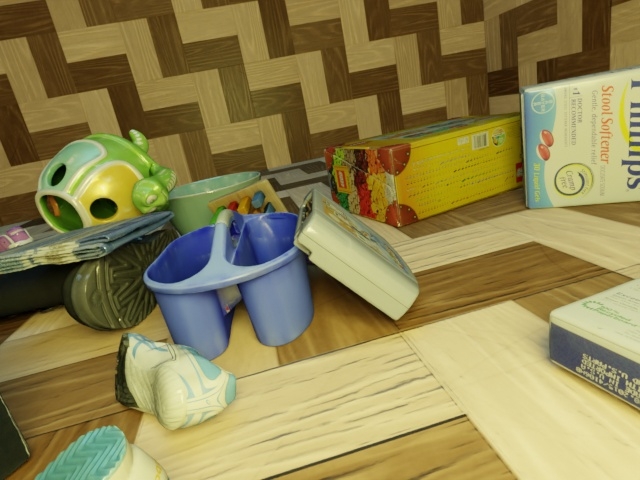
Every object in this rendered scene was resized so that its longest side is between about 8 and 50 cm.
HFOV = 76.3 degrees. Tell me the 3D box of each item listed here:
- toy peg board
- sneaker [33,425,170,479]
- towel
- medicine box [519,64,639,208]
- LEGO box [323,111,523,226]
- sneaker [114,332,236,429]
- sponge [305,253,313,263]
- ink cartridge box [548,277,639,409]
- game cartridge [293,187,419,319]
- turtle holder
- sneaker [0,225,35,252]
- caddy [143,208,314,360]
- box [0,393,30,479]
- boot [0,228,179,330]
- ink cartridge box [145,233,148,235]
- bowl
[{"bbox_3d":[-0.156,-0.031,0.923,0.160,0.161,0.079,-18,35,21],"label":"toy peg board"},{"bbox_3d":[-0.197,0.234,0.254,0.228,0.092,0.087,-39,28,-17],"label":"sneaker"},{"bbox_3d":[-0.428,0.005,0.713,0.284,0.034,0.209,-11,15,12],"label":"towel"},{"bbox_3d":[0.597,-0.223,0.884,0.289,0.264,0.149,-4,19,25],"label":"medicine box"},{"bbox_3d":[0.318,-0.225,1.183,0.499,0.193,0.372,-18,18,-19],"label":"LEGO box"},{"bbox_3d":[-0.188,0.163,0.494,0.086,0.085,0.237,9,-4,-43],"label":"sneaker"},{"bbox_3d":[0.000,0.000,0.948,0.117,0.031,0.210,-1,21,33],"label":"sponge"},{"bbox_3d":[0.436,0.094,0.317,0.329,0.072,0.324,-13,16,-17],"label":"ink cartridge box"},{"bbox_3d":[0.053,0.008,0.645,0.198,0.062,0.297,32,12,-9],"label":"game cartridge"},{"bbox_3d":[-0.481,-0.102,0.945,0.320,0.244,0.227,25,39,7],"label":"turtle holder"},{"bbox_3d":[-0.775,0.041,1.095,0.281,0.161,0.102,-3,17,20],"label":"sneaker"},{"bbox_3d":[-0.136,0.038,0.667,0.241,0.179,0.341,-13,17,-2],"label":"caddy"},{"bbox_3d":[-0.560,0.195,0.384,0.395,0.212,0.293,-2,20,28],"label":"box"},{"bbox_3d":[-0.545,0.093,0.798,0.444,0.146,0.367,-7,9,3],"label":"boot"},{"bbox_3d":[-0.514,0.034,1.037,0.181,0.105,0.061,-3,19,22],"label":"ink cartridge box"},{"bbox_3d":[-0.311,-0.090,1.205,0.311,0.163,0.311,-10,17,3],"label":"bowl"}]
